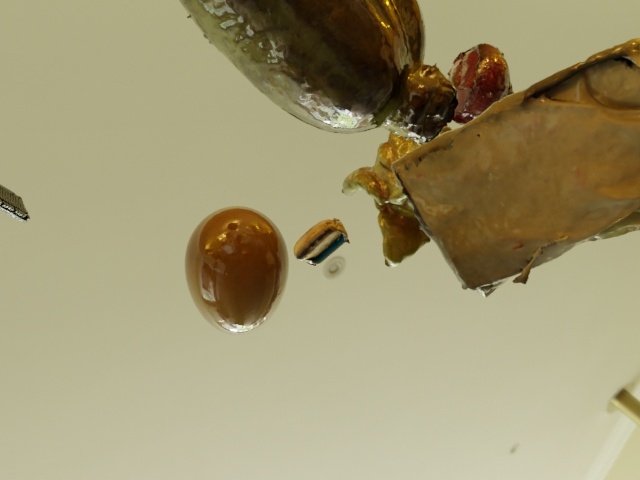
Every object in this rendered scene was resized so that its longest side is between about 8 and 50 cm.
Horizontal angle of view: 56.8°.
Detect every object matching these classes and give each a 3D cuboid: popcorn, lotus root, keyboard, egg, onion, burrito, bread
[{"bbox_3d":[0.207,-0.139,1.418,0.290,0.326,0.321,85,-154,-48],"label":"popcorn"},{"bbox_3d":[-0.008,-0.196,0.490,0.173,0.173,0.309,-42,-73,-3],"label":"lotus root"},{"bbox_3d":[-0.598,-0.088,1.087,0.018,0.060,0.195,-24,-16,-2],"label":"keyboard"},{"bbox_3d":[-0.202,0.075,1.439,0.250,0.250,0.322,-8,-67,-31],"label":"egg"},{"bbox_3d":[0.347,-0.325,1.278,0.147,0.184,0.183,24,-72,-12],"label":"onion"},{"bbox_3d":[0.262,-0.077,0.604,0.332,0.190,0.135,-26,3,27],"label":"burrito"},{"bbox_3d":[0.000,0.000,1.145,0.106,0.053,0.072,-42,-41,22],"label":"bread"}]
